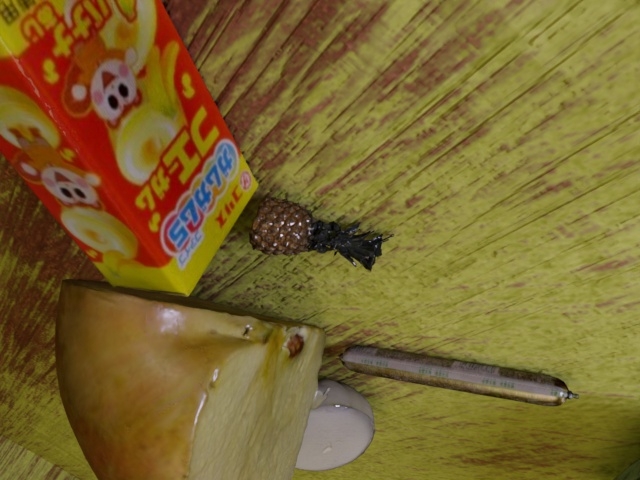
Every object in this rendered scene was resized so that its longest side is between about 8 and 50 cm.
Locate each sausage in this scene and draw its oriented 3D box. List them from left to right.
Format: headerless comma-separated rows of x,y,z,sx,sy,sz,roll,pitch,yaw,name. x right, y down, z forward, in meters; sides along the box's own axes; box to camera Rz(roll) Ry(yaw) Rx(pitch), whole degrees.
0.135,0.143,0.752,0.269,0.032,0.032,4,140,29,sausage

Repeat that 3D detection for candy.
-0.161,-0.095,0.541,0.088,0.146,0.276,5,139,29,candy

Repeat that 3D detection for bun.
-0.003,0.224,0.902,0.138,0.094,0.138,-7,128,-9,bun

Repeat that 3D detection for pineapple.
0.000,0.000,0.640,0.125,0.058,0.058,18,145,5,pineapple

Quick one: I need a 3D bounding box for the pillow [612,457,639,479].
0.413,0.272,0.651,0.284,0.138,0.309,9,145,10,pillow

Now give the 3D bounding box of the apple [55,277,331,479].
-0.129,0.147,0.709,0.252,0.309,0.314,-34,74,16,apple
